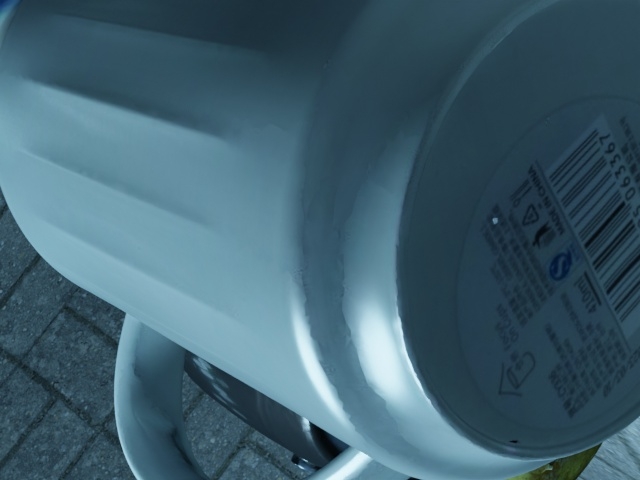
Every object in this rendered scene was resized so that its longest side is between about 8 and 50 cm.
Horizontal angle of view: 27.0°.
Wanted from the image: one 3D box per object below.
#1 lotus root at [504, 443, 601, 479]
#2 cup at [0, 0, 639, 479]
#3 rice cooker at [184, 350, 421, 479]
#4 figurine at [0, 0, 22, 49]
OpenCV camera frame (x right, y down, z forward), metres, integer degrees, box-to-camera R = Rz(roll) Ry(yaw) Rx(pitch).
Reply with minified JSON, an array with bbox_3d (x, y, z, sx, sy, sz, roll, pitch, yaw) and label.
[{"bbox_3d":[0.145,0.170,1.155,0.154,0.278,0.154,22,125,35],"label":"lotus root"},{"bbox_3d":[0.000,0.000,0.645,0.237,0.323,0.327,10,-173,-38],"label":"cup"},{"bbox_3d":[0.022,0.048,1.009,0.224,0.267,0.267,28,167,47],"label":"rice cooker"},{"bbox_3d":[-0.215,-0.199,0.794,0.283,0.204,0.338,49,-175,39],"label":"figurine"}]
